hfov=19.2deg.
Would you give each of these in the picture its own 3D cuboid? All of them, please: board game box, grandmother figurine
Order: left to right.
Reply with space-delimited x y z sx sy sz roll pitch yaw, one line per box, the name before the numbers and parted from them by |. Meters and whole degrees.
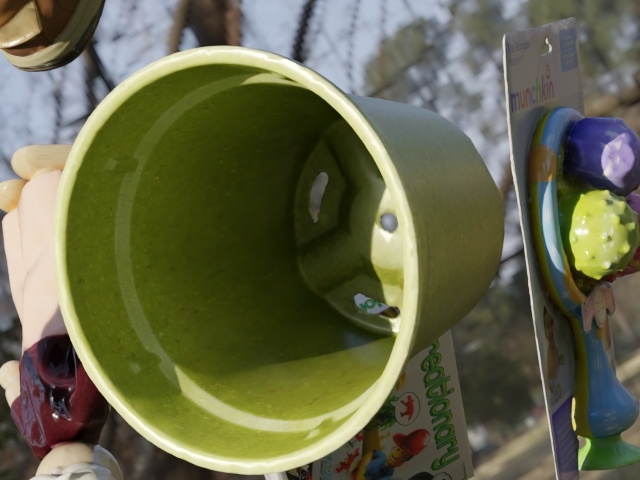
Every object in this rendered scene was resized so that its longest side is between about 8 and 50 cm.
grandmother figurine | -0.203 0.093 1.517 0.104 0.342 0.208 0 -27 -18
board game box | 0.034 0.160 1.729 0.193 0.053 0.305 -28 -40 -12

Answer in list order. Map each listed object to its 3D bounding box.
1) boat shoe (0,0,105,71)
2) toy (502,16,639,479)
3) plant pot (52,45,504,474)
boat shoe | -0.229 -0.313 1.657 0.122 0.324 0.120 2 -18 33
toy | 0.148 0.004 0.991 0.056 0.237 0.137 -1 9 22
plant pot | 0.000 0.000 1.315 0.276 0.276 0.254 -34 -10 28
